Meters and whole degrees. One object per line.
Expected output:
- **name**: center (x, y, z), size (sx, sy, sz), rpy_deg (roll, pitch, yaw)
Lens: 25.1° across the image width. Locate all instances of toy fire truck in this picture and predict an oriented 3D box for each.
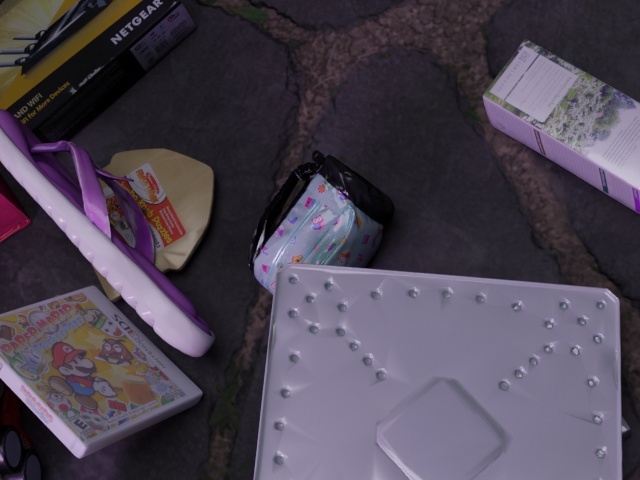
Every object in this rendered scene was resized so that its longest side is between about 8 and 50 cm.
- **toy fire truck**: center (-0.394, 0.166, 1.733), size (0.158, 0.217, 0.246), rpy_deg (-8, 53, 11)

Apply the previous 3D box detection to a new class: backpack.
- **backpack**: center (0.000, 0.000, 1.730), size (0.115, 0.152, 0.182), rpy_deg (40, 95, 33)

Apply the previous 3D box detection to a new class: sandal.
- **sandal**: center (-0.256, -0.029, 1.763), size (0.102, 0.169, 0.416), rpy_deg (-43, 78, -1)

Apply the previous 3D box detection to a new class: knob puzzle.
- **knob puzzle**: center (-0.218, -0.035, 1.857), size (0.213, 0.030, 0.213), rpy_deg (-5, 68, 13)

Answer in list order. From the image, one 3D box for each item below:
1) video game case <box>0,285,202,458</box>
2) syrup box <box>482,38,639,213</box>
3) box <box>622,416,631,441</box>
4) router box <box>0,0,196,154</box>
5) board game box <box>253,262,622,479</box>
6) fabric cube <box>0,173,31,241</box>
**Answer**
- **video game case**: center (-0.275, 0.147, 1.695), size (0.206, 0.227, 0.026), rpy_deg (42, 118, 17)
- **syrup box**: center (0.320, -0.135, 1.727), size (0.237, 0.096, 0.093), rpy_deg (34, 82, 23)
- **box**: center (0.245, 0.181, 1.654), size (0.145, 0.038, 0.186), rpy_deg (-31, 64, 0)
- **router box**: center (-0.362, -0.280, 1.960), size (0.309, 0.081, 0.243), rpy_deg (-43, 65, -5)
- **board game box**: center (0.128, 0.222, 1.564), size (0.390, 0.050, 0.390), rpy_deg (5, 63, 1)
- **fabric cube**: center (-0.573, -0.089, 1.842), size (0.254, 0.259, 0.258), rpy_deg (-36, 67, -3)
